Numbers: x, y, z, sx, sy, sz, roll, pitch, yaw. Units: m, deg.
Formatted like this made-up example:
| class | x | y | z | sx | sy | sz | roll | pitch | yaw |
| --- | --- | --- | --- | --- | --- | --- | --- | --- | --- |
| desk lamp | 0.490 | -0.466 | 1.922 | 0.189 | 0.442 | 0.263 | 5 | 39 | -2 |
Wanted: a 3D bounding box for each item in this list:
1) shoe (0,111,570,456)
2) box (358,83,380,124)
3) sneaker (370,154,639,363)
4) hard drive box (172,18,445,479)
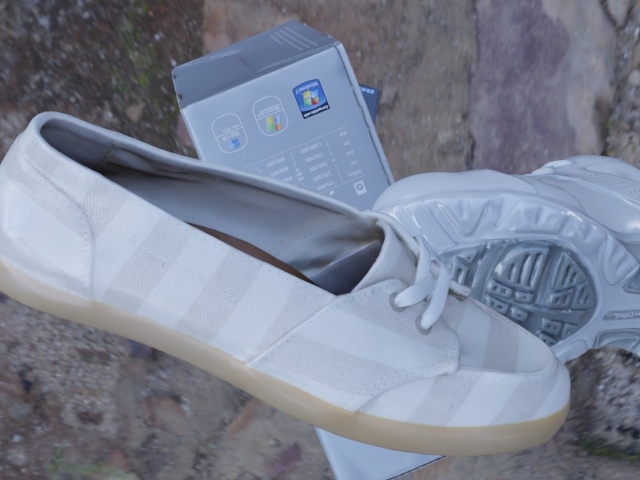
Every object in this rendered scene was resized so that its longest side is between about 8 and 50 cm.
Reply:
| class | x | y | z | sx | sy | sz | roll | pitch | yaw |
| --- | --- | --- | --- | --- | --- | --- | --- | --- | --- |
| shoe | -0.008 | 0.016 | 0.421 | 0.219 | 0.076 | 0.058 | 19 | 118 | -9 |
| box | 0.011 | -0.122 | 1.167 | 0.083 | 0.018 | 0.067 | 14 | 69 | -11 |
| sneaker | 0.113 | 0.002 | 0.593 | 0.232 | 0.115 | 0.090 | 11 | 120 | -29 |
| hard drive box | 0.000 | 0.000 | 0.712 | 0.089 | 0.181 | 0.232 | -23 | 105 | -2 |
